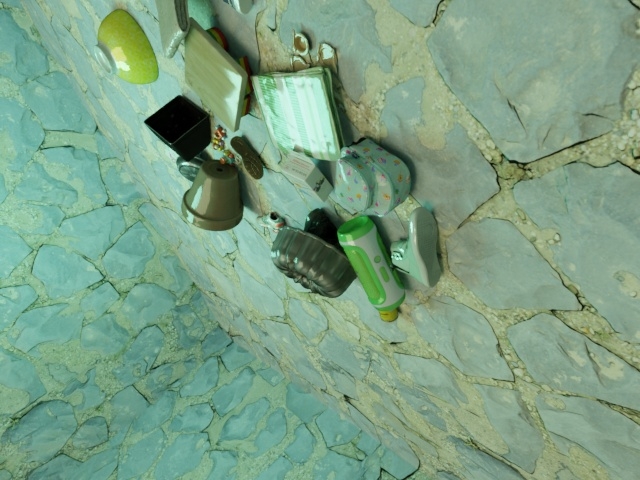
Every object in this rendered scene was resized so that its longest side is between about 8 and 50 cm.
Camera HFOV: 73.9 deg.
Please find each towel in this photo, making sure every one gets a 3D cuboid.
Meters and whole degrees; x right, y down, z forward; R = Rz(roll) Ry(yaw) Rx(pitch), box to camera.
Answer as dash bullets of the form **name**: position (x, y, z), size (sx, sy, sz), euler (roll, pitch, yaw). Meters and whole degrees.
- **towel**: position (-0.442, -0.707, 1.255), size (0.187, 0.049, 0.282), euler (-8, 90, 58)
- **towel**: position (-0.065, -0.353, 1.198), size (0.325, 0.038, 0.248), euler (20, 134, 45)

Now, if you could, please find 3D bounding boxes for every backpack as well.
- **backpack**: position (0.131, -0.153, 1.096), size (0.188, 0.144, 0.166), euler (32, 142, 26)

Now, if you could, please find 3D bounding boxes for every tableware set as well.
- **tableware set**: position (-0.023, -0.452, 1.090), size (0.168, 0.020, 0.141), euler (39, 150, 20)

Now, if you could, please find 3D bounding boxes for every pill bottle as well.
- **pill bottle**: position (0.229, 0.227, 1.484), size (0.065, 0.065, 0.116), euler (16, 136, 46)

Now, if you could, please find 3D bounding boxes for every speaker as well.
- **speaker**: position (0.162, 0.075, 1.337), size (0.131, 0.131, 0.296), euler (3, 126, 54)

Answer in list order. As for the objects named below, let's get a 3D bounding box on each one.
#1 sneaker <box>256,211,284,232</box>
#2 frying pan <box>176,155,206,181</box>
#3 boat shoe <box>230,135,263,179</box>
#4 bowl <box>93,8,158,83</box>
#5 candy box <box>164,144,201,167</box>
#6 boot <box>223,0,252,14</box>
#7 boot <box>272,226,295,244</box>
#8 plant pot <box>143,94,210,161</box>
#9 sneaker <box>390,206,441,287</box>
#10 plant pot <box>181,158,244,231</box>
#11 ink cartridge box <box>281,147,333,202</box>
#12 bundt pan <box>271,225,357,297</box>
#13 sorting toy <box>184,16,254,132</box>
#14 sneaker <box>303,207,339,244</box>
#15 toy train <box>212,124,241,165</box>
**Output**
- **sneaker**: position (-0.207, -0.090, 1.760), size (0.161, 0.057, 0.075), euler (26, 127, 39)
- **frying pan**: position (-0.586, -0.292, 1.976), size (0.197, 0.053, 0.326), euler (24, 152, -15)
- **boat shoe**: position (-0.267, -0.307, 1.581), size (0.178, 0.064, 0.060), euler (56, -178, -7)
- **bowl**: position (-0.812, -0.756, 1.722), size (0.289, 0.156, 0.289), euler (36, 149, 26)
- **candy box**: position (-0.642, -0.408, 1.977), size (0.165, 0.070, 0.196), euler (49, 152, 1)
- **boot**: position (-0.224, -0.673, 1.064), size (0.086, 0.069, 0.190), euler (37, 151, 18)
- **boot**: position (-0.130, -0.017, 1.675), size (0.045, 0.099, 0.121), euler (54, 150, -4)
- **plant pot**: position (-0.556, -0.435, 1.723), size (0.187, 0.188, 0.167), euler (38, 161, 22)
- **sneaker**: position (0.242, 0.009, 1.179), size (0.151, 0.094, 0.256), euler (24, 141, 44)
- **plant pot**: position (-0.436, -0.203, 1.778), size (0.263, 0.263, 0.229), euler (40, 132, 19)
- **ink cartridge box**: position (-0.046, -0.197, 1.303), size (0.104, 0.062, 0.181), euler (29, 172, 33)
- **bundt pan**: position (-0.035, 0.091, 1.475), size (0.330, 0.124, 0.331), euler (28, 164, 9)
- **sorting toy**: position (-0.313, -0.525, 1.347), size (0.257, 0.089, 0.255), euler (47, 151, 8)
- **sneaker**: position (0.000, 0.000, 1.521), size (0.130, 0.087, 0.227), euler (46, 147, 22)
- **toy train**: position (-0.388, -0.366, 1.688), size (0.125, 0.046, 0.166), euler (0, 124, 56)
